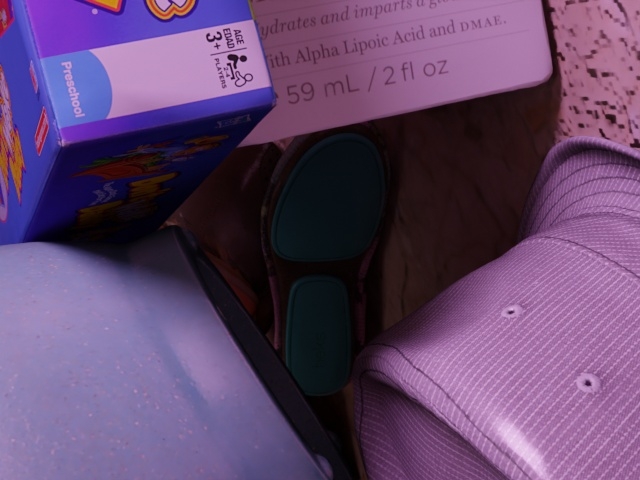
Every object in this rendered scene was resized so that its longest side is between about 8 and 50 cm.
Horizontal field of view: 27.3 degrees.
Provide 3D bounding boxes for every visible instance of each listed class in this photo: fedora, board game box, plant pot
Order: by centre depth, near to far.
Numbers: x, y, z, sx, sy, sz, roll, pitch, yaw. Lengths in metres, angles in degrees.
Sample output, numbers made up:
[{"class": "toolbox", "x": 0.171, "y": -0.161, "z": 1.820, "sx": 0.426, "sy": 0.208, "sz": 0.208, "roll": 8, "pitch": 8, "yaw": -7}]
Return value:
[{"class": "fedora", "x": 0.094, "y": 0.093, "z": 0.523, "sx": 0.275, "sy": 0.124, "sz": 0.243, "roll": -125, "pitch": 29, "yaw": -48}, {"class": "plant pot", "x": -0.096, "y": 0.114, "z": 0.588, "sx": 0.293, "sy": 0.196, "sz": 0.293, "roll": 56, "pitch": 179, "yaw": 1}, {"class": "board game box", "x": -0.126, "y": -0.121, "z": 0.608, "sx": 0.347, "sy": 0.078, "sz": 0.233, "roll": 151, "pitch": 105, "yaw": -72}]

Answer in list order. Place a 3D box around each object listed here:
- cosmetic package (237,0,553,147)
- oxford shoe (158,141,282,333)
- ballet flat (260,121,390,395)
[{"class": "cosmetic package", "x": -0.006, "y": -0.146, "z": 0.604, "sx": 0.151, "sy": 0.151, "sz": 0.183, "roll": -167, "pitch": 64, "yaw": -70}, {"class": "oxford shoe", "x": -0.068, "y": 0.003, "z": 0.986, "sx": 0.130, "sy": 0.132, "sz": 0.364, "roll": 32, "pitch": 173, "yaw": -4}, {"class": "ballet flat", "x": 0.000, "y": 0.000, "z": 0.828, "sx": 0.079, "sy": 0.077, "sz": 0.221, "roll": -95, "pitch": 6, "yaw": -51}]
